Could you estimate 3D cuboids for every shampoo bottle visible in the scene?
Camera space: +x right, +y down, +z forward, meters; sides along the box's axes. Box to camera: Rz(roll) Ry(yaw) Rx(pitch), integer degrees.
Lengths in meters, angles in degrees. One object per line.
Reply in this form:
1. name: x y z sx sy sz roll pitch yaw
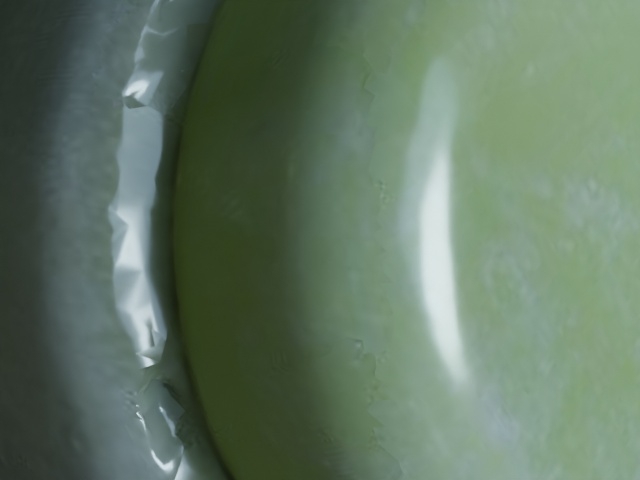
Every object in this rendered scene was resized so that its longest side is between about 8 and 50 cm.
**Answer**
1. shampoo bottle: 0.000 0.000 0.660 0.322 0.317 0.322 -2 92 -44
